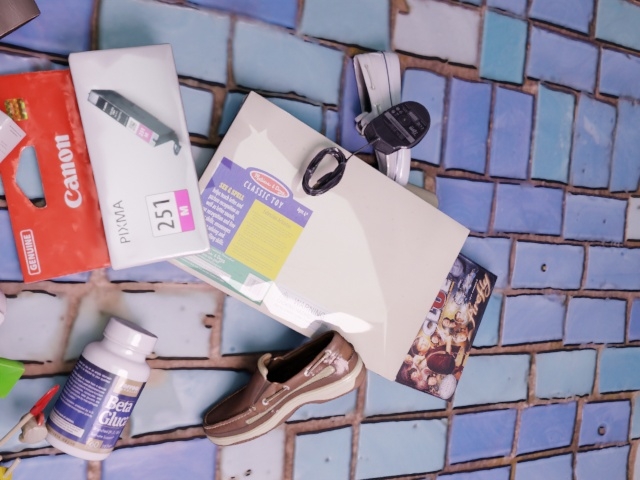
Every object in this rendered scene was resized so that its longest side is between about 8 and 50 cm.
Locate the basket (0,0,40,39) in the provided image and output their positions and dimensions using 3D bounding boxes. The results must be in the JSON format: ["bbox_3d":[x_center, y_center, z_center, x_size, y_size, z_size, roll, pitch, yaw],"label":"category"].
[{"bbox_3d":[-0.432,-0.320,0.648,0.204,0.154,0.227,-33,118,-2],"label":"basket"}]

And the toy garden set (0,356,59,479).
[{"bbox_3d":[-0.425,0.232,0.701,0.244,0.049,0.203,-53,135,4],"label":"toy garden set"}]

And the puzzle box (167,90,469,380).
[{"bbox_3d":[0.000,0.000,0.898,0.408,0.052,0.272,31,84,-15],"label":"puzzle box"}]

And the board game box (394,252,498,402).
[{"bbox_3d":[0.208,0.143,1.034,0.165,0.042,0.243,27,82,-37],"label":"board game box"}]

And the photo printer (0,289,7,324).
[{"bbox_3d":[-0.513,0.061,0.589,0.256,0.107,0.308,-42,145,-18],"label":"photo printer"}]

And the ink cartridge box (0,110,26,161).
[{"bbox_3d":[-0.439,-0.113,0.703,0.099,0.056,0.135,37,77,2],"label":"ink cartridge box"}]

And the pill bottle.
[{"bbox_3d":[-0.285,0.192,0.791,0.094,0.094,0.169,29,81,-24],"label":"pill bottle"}]

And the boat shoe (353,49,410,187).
[{"bbox_3d":[0.091,-0.192,0.963,0.075,0.083,0.226,-4,84,-14],"label":"boat shoe"}]

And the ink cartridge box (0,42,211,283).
[{"bbox_3d":[-0.284,-0.097,0.761,0.238,0.060,0.275,-11,94,-15],"label":"ink cartridge box"}]

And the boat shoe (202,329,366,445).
[{"bbox_3d":[-0.068,0.203,0.863,0.257,0.095,0.095,-28,114,5],"label":"boat shoe"}]

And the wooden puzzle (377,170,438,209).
[{"bbox_3d":[0.083,0.004,0.982,0.220,0.044,0.239,17,86,-25],"label":"wooden puzzle"}]

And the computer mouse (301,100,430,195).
[{"bbox_3d":[0.069,-0.132,0.874,0.242,0.041,0.071,-33,77,-20],"label":"computer mouse"}]
